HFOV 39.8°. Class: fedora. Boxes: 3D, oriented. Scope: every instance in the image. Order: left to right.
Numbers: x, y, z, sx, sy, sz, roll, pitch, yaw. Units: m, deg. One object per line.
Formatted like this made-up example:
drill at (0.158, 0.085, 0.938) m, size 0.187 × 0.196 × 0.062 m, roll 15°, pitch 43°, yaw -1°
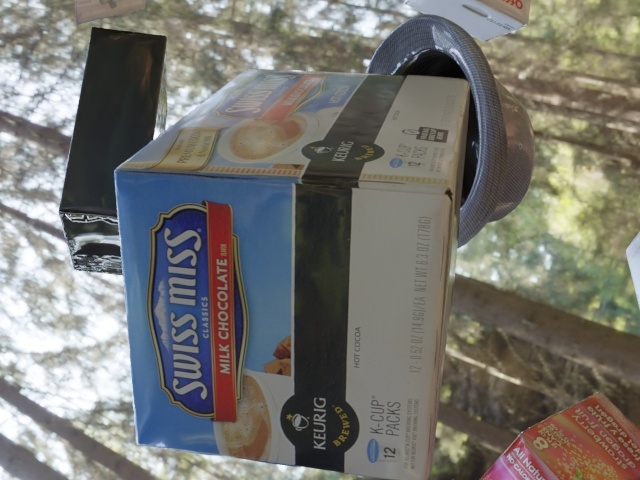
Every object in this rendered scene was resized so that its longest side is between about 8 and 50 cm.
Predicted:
fedora at (0.166, -0.126, 1.065) m, size 0.124 × 0.243 × 0.276 m, roll -2°, pitch -113°, yaw -33°

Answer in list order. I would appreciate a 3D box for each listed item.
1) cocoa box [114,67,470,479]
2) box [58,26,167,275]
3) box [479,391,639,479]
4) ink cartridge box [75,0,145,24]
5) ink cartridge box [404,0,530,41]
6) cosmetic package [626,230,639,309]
cocoa box at (0.000, 0.000, 0.752) m, size 0.347 × 0.227 × 0.232 m, roll -63°, pitch -23°, yaw -65°
box at (-0.258, -0.109, 1.134) m, size 0.184 × 0.103 × 0.261 m, roll 116°, pitch 159°, yaw -64°
box at (0.211, 0.243, 0.573) m, size 0.122 × 0.257 × 0.128 m, roll -8°, pitch -42°, yaw -47°
ink cartridge box at (-0.281, -0.405, 1.114) m, size 0.189 × 0.066 × 0.232 m, roll -49°, pitch -27°, yaw -63°
ink cartridge box at (0.268, -0.513, 1.542) m, size 0.197 × 0.114 × 0.273 m, roll 16°, pitch -106°, yaw -30°
cosmetic package at (0.660, 0.070, 1.104) m, size 0.327 × 0.393 × 0.330 m, roll 113°, pitch 166°, yaw -44°
